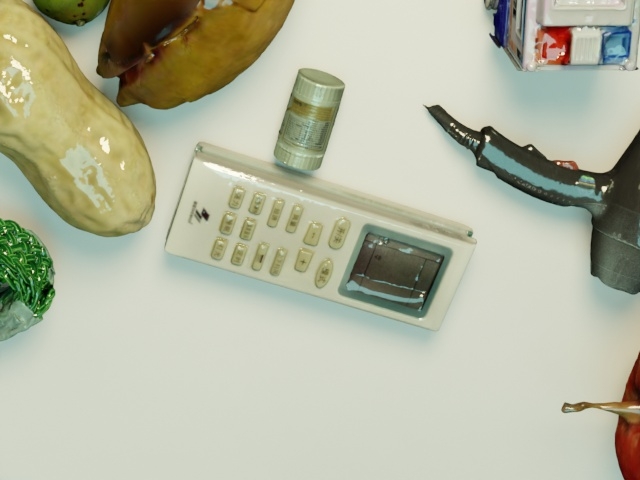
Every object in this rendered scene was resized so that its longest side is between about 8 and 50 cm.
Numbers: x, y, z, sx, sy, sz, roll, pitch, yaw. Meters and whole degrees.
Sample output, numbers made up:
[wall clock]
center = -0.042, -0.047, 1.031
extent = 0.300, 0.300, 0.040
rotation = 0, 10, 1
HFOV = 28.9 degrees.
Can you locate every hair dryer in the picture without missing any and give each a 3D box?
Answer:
[hair dryer]
center = 0.227, -0.091, 1.133
extent = 0.272, 0.091, 0.235
rotation = 17, 103, -5

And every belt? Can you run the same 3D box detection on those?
[belt]
center = -0.322, 0.032, 1.170
extent = 0.151, 0.079, 0.121
rotation = -3, 125, 11

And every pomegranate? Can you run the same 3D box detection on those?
[pomegranate]
center = -0.218, -0.225, 1.063
extent = 0.073, 0.073, 0.084
rotation = -45, 71, 16

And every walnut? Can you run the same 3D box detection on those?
[walnut]
center = -0.100, -0.201, 1.042
extent = 0.137, 0.137, 0.245
rotation = 36, 108, -16

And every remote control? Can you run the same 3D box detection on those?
[remote control]
center = 0.000, 0.000, 1.174
extent = 0.277, 0.055, 0.103
rotation = 17, 113, -9

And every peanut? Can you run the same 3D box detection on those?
[peanut]
center = -0.239, -0.102, 1.084
extent = 0.123, 0.123, 0.256
rotation = -35, 109, 13

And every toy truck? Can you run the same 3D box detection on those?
[toy truck]
center = 0.206, -0.279, 1.001
extent = 0.124, 0.155, 0.268
rotation = -1, 114, -1

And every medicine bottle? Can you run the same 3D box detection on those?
[medicine bottle]
center = -0.010, -0.110, 1.129
extent = 0.047, 0.047, 0.083
rotation = 14, 114, -8

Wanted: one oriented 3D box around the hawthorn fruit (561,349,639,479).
[hawthorn fruit]
center = 0.364, 0.172, 1.178
extent = 0.272, 0.242, 0.242
rotation = 7, 114, 7
